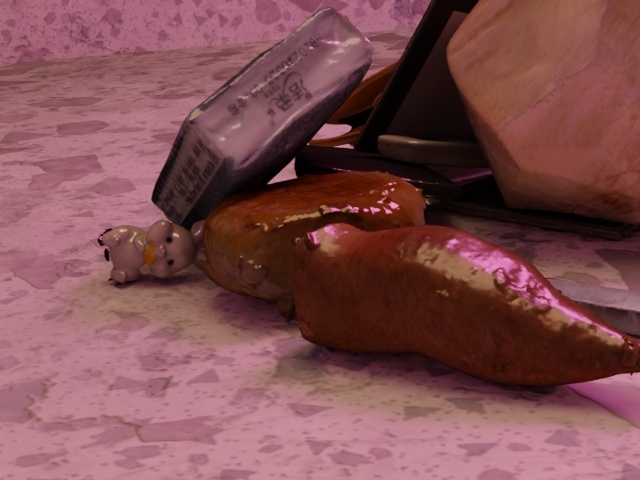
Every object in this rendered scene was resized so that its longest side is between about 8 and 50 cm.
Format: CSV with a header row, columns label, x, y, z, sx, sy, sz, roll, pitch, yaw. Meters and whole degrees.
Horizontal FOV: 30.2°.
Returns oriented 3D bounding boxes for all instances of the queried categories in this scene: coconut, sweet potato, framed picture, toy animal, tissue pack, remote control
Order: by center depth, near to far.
label,x,y,z,sx,sy,sz,roll,pitch,yaw
sweet potato,0.131,0.056,1.048,0.336,0.131,0.131,7,20,33
toy animal,-0.183,0.013,1.361,0.124,0.071,0.085,-7,-4,19
coconut,0.352,-0.187,1.418,0.415,0.415,0.345,1,27,14
tissue pack,-0.077,-0.130,1.420,0.228,0.103,0.315,-43,1,-21
framed picture,0.324,-0.053,1.564,0.293,0.018,0.231,12,22,42
remote control,0.209,-0.119,1.605,0.309,0.038,0.090,0,12,-37
framed picture,0.230,-0.215,1.621,0.347,0.265,0.016,1,39,-38

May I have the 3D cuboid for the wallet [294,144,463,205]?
label,x,y,z,sx,sy,sz,roll,pitch,yaw
wallet,0.063,-0.089,1.573,0.197,0.051,0.377,6,7,-5

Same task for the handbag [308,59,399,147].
label,x,y,z,sx,sy,sz,roll,pitch,yaw
handbag,0.196,-0.220,1.851,0.401,0.133,0.283,-13,-4,-39

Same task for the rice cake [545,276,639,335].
label,x,y,z,sx,sy,sz,roll,pitch,yaw
rice cake,0.272,0.067,1.146,0.211,0.034,0.043,11,30,38

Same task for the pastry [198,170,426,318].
label,x,y,z,sx,sy,sz,roll,pitch,yaw
pastry,-0.006,0.000,1.286,0.257,0.121,0.236,-10,13,-10
